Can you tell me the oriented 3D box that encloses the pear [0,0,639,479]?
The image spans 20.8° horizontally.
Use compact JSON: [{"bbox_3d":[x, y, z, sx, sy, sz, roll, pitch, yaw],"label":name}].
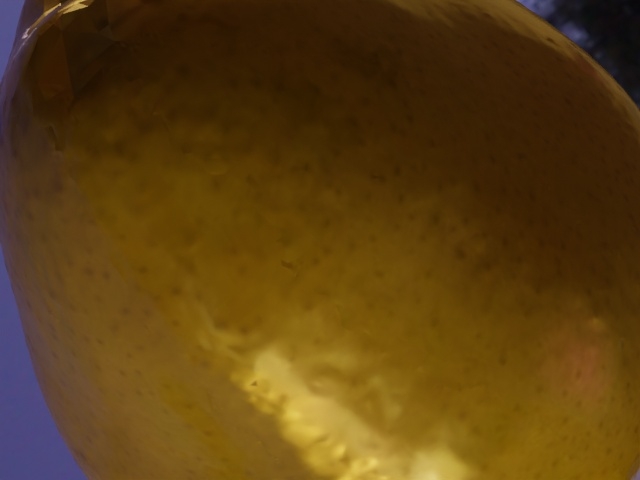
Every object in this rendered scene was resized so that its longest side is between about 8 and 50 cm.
[{"bbox_3d":[0.012,0.005,0.692,0.285,0.336,0.285,-3,-115,6],"label":"pear"}]
